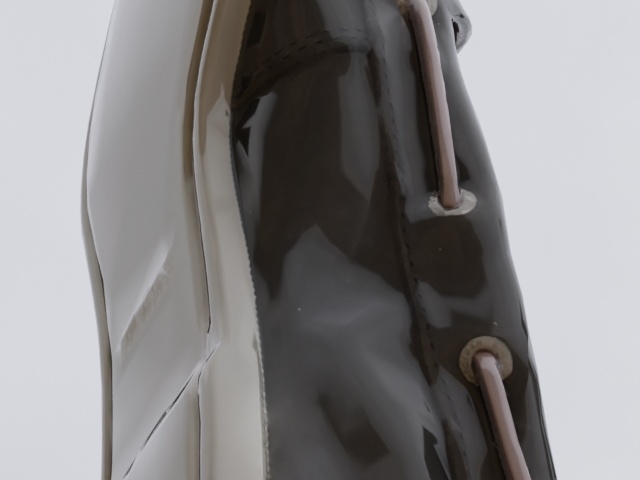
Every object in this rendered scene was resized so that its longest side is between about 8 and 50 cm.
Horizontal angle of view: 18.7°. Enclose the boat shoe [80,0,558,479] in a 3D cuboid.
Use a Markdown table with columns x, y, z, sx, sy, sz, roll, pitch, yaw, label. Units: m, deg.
| x | y | z | sx | sy | sz | roll | pitch | yaw | label |
| --- | --- | --- | --- | --- | --- | --- | --- | --- | --- |
| 0.000 | 0.000 | 0.482 | 0.095 | 0.335 | 0.112 | 16 | -43 | -21 | boat shoe |
